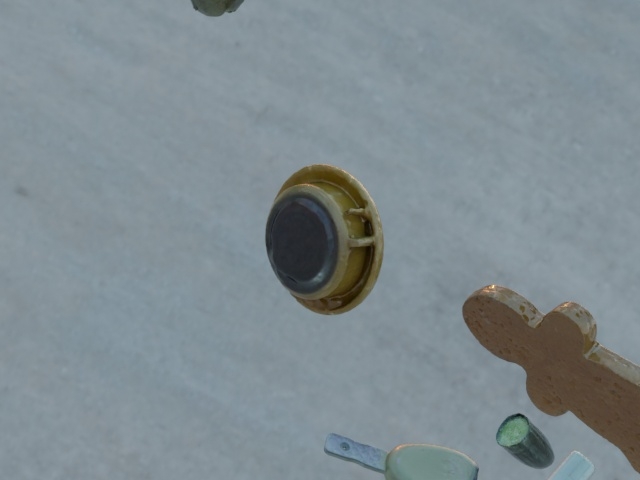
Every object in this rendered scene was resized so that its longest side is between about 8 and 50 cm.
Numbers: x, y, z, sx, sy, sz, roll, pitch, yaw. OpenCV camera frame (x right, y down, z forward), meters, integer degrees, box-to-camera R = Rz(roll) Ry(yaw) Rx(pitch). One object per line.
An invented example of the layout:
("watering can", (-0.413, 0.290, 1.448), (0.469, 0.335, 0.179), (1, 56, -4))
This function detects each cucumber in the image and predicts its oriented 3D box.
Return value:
("cucumber", (0.252, 0.250, 1.644), (0.105, 0.048, 0.048), (45, 12, -45))

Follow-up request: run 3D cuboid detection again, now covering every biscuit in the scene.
("biscuit", (0.242, 0.118, 1.280), (0.250, 0.165, 0.036), (33, 57, 24))

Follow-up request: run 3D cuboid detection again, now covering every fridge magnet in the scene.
("fridge magnet", (0.000, 0.000, 1.269), (0.063, 0.143, 0.143), (-8, 45, -47))

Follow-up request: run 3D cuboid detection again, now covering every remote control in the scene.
("remote control", (0.159, 0.243, 1.096), (0.029, 0.190, 0.087), (40, 54, 15))

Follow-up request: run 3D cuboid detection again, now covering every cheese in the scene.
("cheese", (0.096, 0.273, 1.634), (0.192, 0.037, 0.097), (20, 45, -4))

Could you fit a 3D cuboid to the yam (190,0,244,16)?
("yam", (-0.082, -0.315, 1.099), (0.067, 0.317, 0.071), (-23, 58, -20))
